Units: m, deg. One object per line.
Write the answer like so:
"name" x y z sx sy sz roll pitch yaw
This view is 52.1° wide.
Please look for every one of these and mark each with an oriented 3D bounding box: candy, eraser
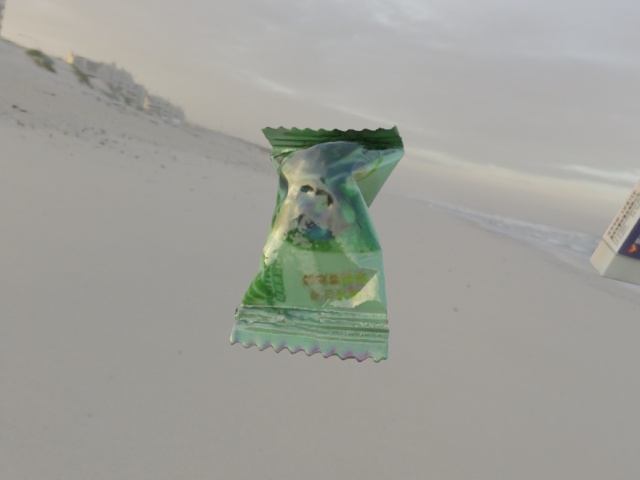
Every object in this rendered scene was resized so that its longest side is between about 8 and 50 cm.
"candy" -0.002 -0.003 1.074 0.262 0.398 0.172 -4 -31 23
"eraser" 0.574 -0.023 1.127 0.124 0.210 0.068 12 30 -15
